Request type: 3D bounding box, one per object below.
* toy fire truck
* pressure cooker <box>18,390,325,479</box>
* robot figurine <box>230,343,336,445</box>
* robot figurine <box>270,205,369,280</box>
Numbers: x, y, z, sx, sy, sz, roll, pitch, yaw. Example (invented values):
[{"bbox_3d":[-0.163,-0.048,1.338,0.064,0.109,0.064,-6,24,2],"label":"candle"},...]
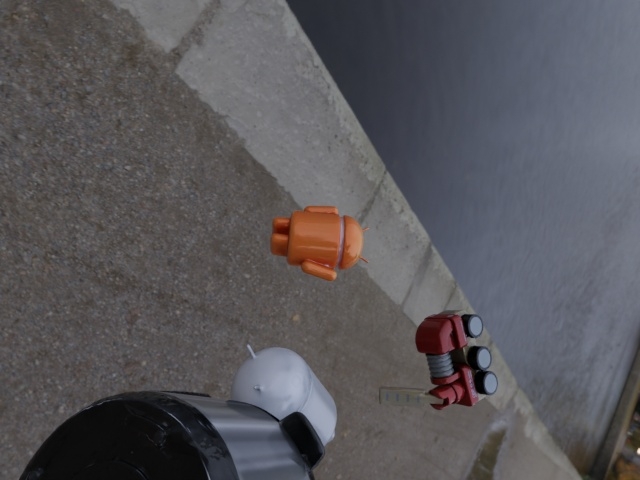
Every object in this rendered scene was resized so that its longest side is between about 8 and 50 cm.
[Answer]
[{"bbox_3d":[0.265,0.298,1.061,0.246,0.158,0.217,-15,91,-34],"label":"toy fire truck"},{"bbox_3d":[-0.205,0.440,0.705,0.420,0.370,0.375,48,46,-60],"label":"pressure cooker"},{"bbox_3d":[-0.087,0.400,1.098,0.200,0.300,0.353,-35,127,-8],"label":"robot figurine"},{"bbox_3d":[0.000,0.002,0.993,0.158,0.219,0.128,-97,-168,-68],"label":"robot figurine"}]
